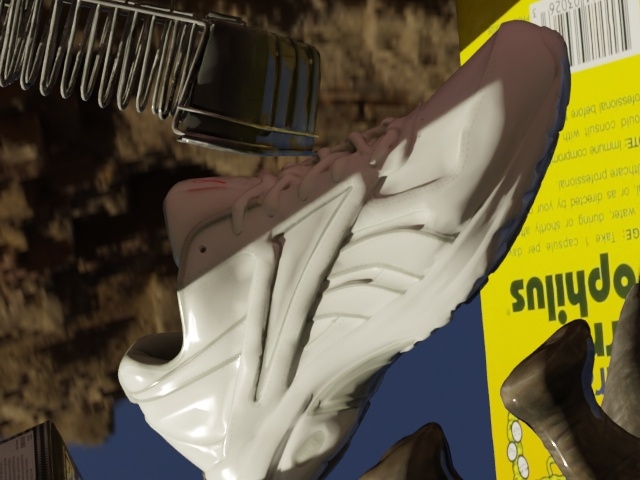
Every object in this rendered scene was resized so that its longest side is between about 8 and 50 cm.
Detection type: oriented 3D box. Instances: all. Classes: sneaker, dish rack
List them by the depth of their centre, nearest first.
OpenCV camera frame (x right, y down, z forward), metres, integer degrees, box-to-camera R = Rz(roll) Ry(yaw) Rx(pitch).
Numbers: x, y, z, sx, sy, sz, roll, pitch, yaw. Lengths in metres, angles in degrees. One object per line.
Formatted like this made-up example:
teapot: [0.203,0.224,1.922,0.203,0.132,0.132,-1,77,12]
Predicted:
sneaker: [0.000,0.000,0.745,0.115,0.090,0.232,37,-72,-1]
dish rack: [-0.136,-0.109,1.080,0.272,0.208,0.074,14,-87,9]

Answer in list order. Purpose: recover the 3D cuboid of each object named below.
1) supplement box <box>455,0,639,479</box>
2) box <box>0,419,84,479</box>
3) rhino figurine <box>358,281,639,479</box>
supplement box: [0.214,-0.003,1.066,0.194,0.195,0.356,-2,-95,-29]
box: [-0.095,0.230,0.864,0.060,0.216,0.270,-23,-158,-1]
rhino figurine: [0.062,0.079,0.434,0.106,0.073,0.243,53,-145,-3]
